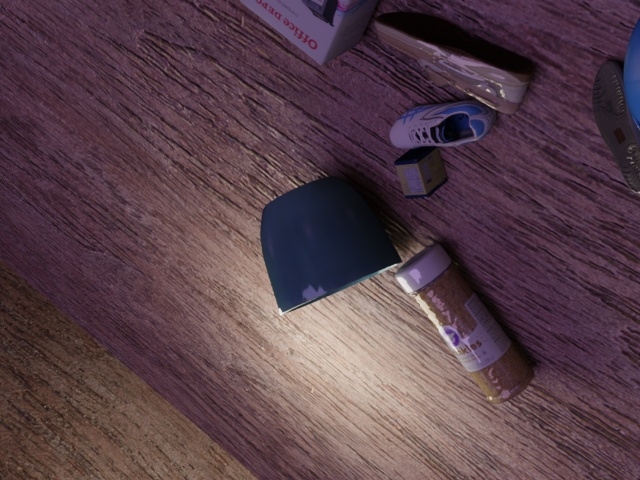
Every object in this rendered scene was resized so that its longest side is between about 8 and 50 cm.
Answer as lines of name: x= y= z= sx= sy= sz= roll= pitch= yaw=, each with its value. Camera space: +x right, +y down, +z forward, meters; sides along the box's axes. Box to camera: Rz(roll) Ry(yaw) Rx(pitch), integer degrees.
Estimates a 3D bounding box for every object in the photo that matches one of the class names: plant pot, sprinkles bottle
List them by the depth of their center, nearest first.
sprinkles bottle: x=0.310 y=0.178 z=1.589 sx=0.355 sy=0.121 sz=0.121 roll=53 pitch=140 yaw=-3
plant pot: x=0.000 y=0.000 z=1.628 sx=0.293 sy=0.293 sz=0.235 roll=-30 pitch=82 yaw=50

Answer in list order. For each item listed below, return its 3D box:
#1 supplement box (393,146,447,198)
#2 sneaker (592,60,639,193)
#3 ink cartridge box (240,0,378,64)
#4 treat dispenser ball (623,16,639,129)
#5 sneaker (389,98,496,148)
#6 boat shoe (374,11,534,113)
supplement box: x=0.202 y=-0.138 z=1.479 sx=0.056 sy=0.083 sz=0.083 roll=0 pitch=118 yaw=43
sneaker: x=0.517 y=-0.183 z=1.171 sx=0.083 sy=0.118 sz=0.222 roll=132 pitch=126 yaw=-68
ink cartridge box: x=0.006 y=-0.506 z=1.309 sx=0.226 sy=0.131 sz=0.306 roll=41 pitch=137 yaw=12
treat dispenser ball: x=0.541 y=-0.223 z=0.942 sx=0.288 sy=0.288 sz=0.288 roll=24 pitch=133 yaw=28
sneaker: x=0.218 y=-0.214 z=1.407 sx=0.237 sy=0.086 sz=0.085 roll=-5 pitch=116 yaw=46
boat shoe: x=0.224 y=-0.316 z=1.311 sx=0.302 sy=0.109 sz=0.098 roll=28 pitch=134 yaw=17
